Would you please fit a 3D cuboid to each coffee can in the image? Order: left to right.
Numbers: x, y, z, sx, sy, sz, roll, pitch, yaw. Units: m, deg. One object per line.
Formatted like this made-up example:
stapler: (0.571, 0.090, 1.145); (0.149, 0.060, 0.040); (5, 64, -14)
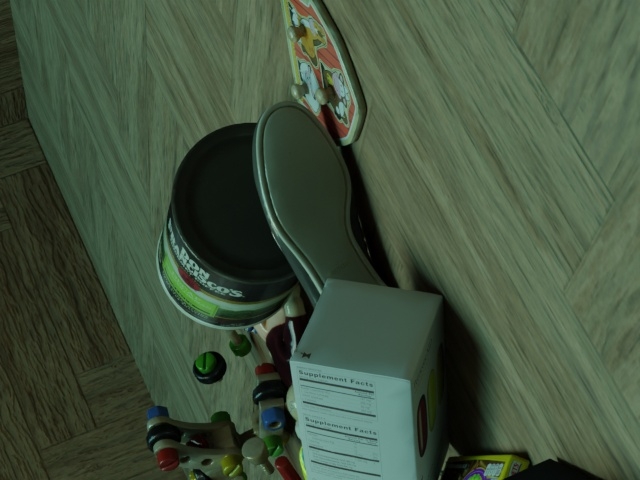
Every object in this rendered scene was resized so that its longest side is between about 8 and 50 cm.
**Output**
coffee can: (-0.101, -0.010, 1.868); (0.275, 0.201, 0.202); (123, 125, -71)

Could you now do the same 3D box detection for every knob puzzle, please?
knob puzzle: (-0.003, -0.186, 1.636); (0.213, 0.030, 0.213); (160, 90, -74)

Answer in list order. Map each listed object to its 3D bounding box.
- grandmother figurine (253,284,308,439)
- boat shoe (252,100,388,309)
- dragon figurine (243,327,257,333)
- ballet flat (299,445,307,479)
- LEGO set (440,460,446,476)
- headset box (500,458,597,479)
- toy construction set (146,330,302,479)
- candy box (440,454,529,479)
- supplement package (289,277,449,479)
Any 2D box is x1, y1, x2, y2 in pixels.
grandmother figurine: (-0.053, 0.135, 2.087); (0.208, 0.104, 0.342); (82, 164, -64)
boat shoe: (0.000, 0.000, 1.696); (0.335, 0.112, 0.095); (65, 164, -8)
dragon figurine: (-0.157, 0.019, 2.302); (0.085, 0.144, 0.289); (101, 164, -65)
ballet flat: (0.030, 0.406, 2.215); (0.077, 0.077, 0.231); (32, -143, -81)
LEGO set: (0.153, 0.272, 1.716); (0.054, 0.023, 0.083); (135, 127, -70)
headset box: (0.242, 0.353, 1.304); (0.246, 0.131, 0.283); (17, 125, 70)
toy construction set: (-0.119, 0.360, 2.450); (0.309, 0.257, 0.237); (39, 165, 42)
candy box: (0.162, 0.283, 1.564); (0.206, 0.027, 0.105); (145, 146, -74)
supplement package: (0.060, 0.181, 1.600); (0.139, 0.133, 0.244); (-65, -23, -44)
